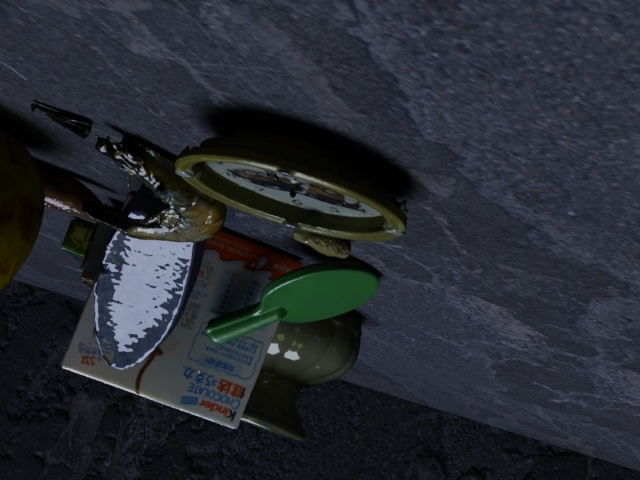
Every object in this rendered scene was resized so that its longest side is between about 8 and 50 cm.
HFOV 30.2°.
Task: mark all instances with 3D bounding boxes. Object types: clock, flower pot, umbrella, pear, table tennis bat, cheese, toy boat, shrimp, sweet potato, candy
[{"bbox_3d":[-0.024,-0.059,1.153,0.237,0.057,0.237,17,169,3],"label":"clock"},{"bbox_3d":[-0.095,0.206,2.091,0.307,0.244,0.307,19,168,4],"label":"flower pot"},{"bbox_3d":[-0.287,-0.135,1.333,0.083,0.020,0.031,20,-152,-1],"label":"umbrella"},{"bbox_3d":[-0.482,-0.038,1.495,0.281,0.280,0.281,19,169,4],"label":"pear"},{"bbox_3d":[-0.042,0.087,1.643,0.257,0.039,0.160,-22,150,14],"label":"table tennis bat"},{"bbox_3d":[0.000,0.000,1.464,0.044,0.030,0.083,-1,164,45],"label":"cheese"},{"bbox_3d":[-0.232,0.056,1.572,0.127,0.283,0.078,18,-150,-8],"label":"toy boat"},{"bbox_3d":[-0.211,-0.052,1.402,0.150,0.051,0.217,-20,141,26],"label":"shrimp"},{"bbox_3d":[-0.423,-0.090,1.696,0.255,0.058,0.078,22,-170,5],"label":"sweet potato"},{"bbox_3d":[-0.402,0.019,2.173,0.097,0.062,0.194,18,170,5],"label":"candy"}]

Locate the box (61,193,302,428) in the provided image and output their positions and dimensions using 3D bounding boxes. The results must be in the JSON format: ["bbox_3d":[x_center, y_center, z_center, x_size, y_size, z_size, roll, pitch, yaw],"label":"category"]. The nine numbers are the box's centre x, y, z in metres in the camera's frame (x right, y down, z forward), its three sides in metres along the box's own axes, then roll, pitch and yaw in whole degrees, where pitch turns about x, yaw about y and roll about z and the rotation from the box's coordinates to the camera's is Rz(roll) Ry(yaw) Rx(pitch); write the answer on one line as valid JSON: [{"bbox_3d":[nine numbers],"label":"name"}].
[{"bbox_3d":[-0.198,0.104,1.702,0.273,0.265,0.048,23,179,-14],"label":"box"}]

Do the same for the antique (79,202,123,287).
[{"bbox_3d":[-0.278,0.037,1.825,0.152,0.148,0.146,16,171,4],"label":"antique"}]
